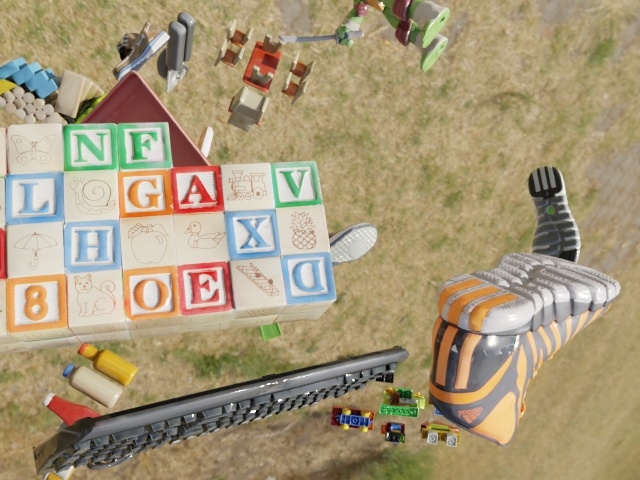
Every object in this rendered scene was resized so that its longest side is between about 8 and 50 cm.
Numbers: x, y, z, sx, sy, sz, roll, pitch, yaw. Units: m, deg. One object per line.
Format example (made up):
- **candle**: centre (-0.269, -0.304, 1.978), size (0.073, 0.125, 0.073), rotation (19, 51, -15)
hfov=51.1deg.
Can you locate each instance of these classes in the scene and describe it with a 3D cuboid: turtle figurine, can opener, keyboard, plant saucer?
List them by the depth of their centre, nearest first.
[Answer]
- **keyboard**: centre (-0.087, 0.154, 0.593), size (0.317, 0.033, 0.201), rotation (-4, 160, -37)
- **turtle figurine**: centre (0.071, -0.386, 1.152), size (0.274, 0.266, 0.198), rotation (-38, 159, -37)
- **plant saucer**: centre (-0.305, -0.122, 1.161), size (0.258, 0.259, 0.048), rotation (-33, -170, 31)
- **can opener**: centre (-0.389, -0.492, 1.739), size (0.076, 0.095, 0.283), rotation (-56, 180, -26)

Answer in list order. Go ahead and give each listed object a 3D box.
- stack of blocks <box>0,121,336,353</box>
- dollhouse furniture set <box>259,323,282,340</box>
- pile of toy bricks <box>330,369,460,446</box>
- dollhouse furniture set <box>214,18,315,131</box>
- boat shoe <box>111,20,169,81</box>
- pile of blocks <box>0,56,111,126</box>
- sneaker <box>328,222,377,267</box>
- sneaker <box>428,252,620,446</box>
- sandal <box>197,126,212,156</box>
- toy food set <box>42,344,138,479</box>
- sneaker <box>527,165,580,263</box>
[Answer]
- **stack of blocks**: centre (-0.149, -0.007, 0.579), size (0.297, 0.171, 0.087), rotation (-4, 163, -13)
- **dollhouse furniture set**: centre (-0.104, 0.115, 1.264), size (0.076, 0.152, 0.059), rotation (-16, 124, -6)
- **pile of toy bricks**: centre (0.129, 0.273, 1.127), size (0.105, 0.212, 0.118), rotation (-13, 110, -86)
- **dollhouse furniture set**: centre (-0.183, -0.459, 1.925), size (0.262, 0.135, 0.259), rotation (24, 66, -15)
- **boat shoe**: centre (-0.392, -0.399, 1.406), size (0.066, 0.183, 0.066), rotation (42, 134, -16)
- **pile of blocks**: centre (-0.508, -0.280, 1.301), size (0.362, 0.113, 0.149), rotation (23, 114, -10)
- **sneaker**: centre (-0.001, -0.001, 1.485), size (0.226, 0.163, 0.086), rotation (-25, 123, -23)
- **sneaker**: centre (0.224, 0.121, 0.775), size (0.321, 0.124, 0.180), rotation (-7, 113, -40)
- **sandal**: centre (-0.287, -0.127, 1.377), size (0.076, 0.265, 0.102), rotation (17, 150, -15)
- **toy food set**: centre (-0.415, 0.291, 1.115), size (0.232, 0.104, 0.111), rotation (-59, -176, -8)
- **sneaker**: centre (0.455, -0.020, 1.285), size (0.132, 0.086, 0.229), rotation (31, 56, -59)
